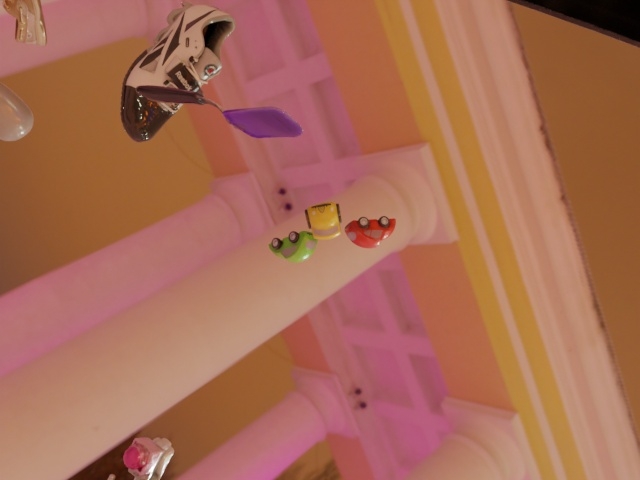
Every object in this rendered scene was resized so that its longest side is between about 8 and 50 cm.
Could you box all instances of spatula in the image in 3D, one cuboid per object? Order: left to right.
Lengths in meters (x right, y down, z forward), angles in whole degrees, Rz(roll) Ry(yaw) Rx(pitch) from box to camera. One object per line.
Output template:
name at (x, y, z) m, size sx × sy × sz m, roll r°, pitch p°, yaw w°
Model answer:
spatula at (-0.150, -0.180, 0.918) m, size 0.296 × 0.030 × 0.084 m, roll 22°, pitch -6°, yaw 34°

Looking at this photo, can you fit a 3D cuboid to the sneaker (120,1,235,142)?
sneaker at (-0.281, -0.342, 1.361) m, size 0.146 × 0.331 × 0.122 m, roll 15°, pitch -16°, yaw 30°

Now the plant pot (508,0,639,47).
plant pot at (0.205, -0.269, 0.461) m, size 0.188 × 0.167 × 0.188 m, roll 25°, pitch -47°, yaw 13°

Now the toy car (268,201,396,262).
toy car at (0.000, 0.000, 1.261) m, size 0.224 × 0.239 × 0.053 m, roll -21°, pitch -110°, yaw 34°

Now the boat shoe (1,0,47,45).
boat shoe at (-0.480, -0.379, 1.084) m, size 0.170 × 0.059 × 0.063 m, roll 109°, pitch -33°, yaw -56°

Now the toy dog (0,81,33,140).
toy dog at (-0.612, -0.266, 1.014) m, size 0.160 × 0.220 × 0.334 m, roll -26°, pitch -74°, yaw 17°

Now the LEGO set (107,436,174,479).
LEGO set at (-0.076, 0.275, 0.533) m, size 0.286 × 0.107 × 0.132 m, roll 19°, pitch -85°, yaw 27°
